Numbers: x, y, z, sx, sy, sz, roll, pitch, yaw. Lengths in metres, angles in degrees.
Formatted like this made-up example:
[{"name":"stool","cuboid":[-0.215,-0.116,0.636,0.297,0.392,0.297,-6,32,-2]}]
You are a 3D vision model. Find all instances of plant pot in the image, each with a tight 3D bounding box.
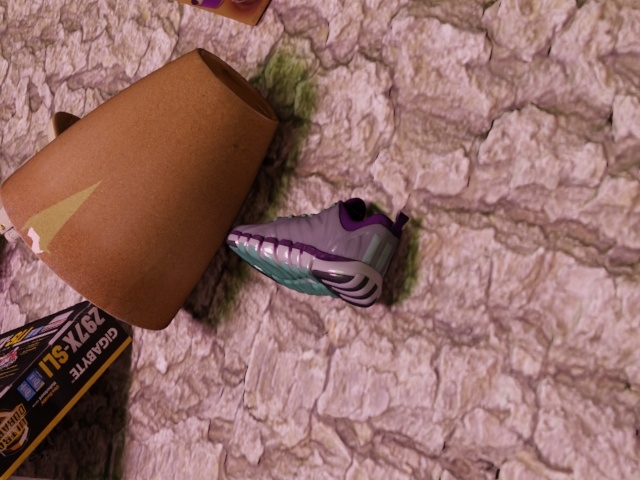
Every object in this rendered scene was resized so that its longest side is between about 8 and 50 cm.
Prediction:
[{"name":"plant pot","cuboid":[-0.170,-0.075,1.621,0.254,0.237,0.237,-47,46,11]}]

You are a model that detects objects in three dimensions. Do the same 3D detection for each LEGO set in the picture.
[{"name":"LEGO set","cuboid":[-0.344,0.247,1.877,0.054,0.023,0.083,-52,32,24]}]

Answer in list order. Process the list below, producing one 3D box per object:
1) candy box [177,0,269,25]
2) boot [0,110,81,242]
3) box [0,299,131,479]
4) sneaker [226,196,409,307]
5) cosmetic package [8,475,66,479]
[{"name":"candy box","cuboid":[-0.125,-0.310,1.631,0.109,0.186,0.053,-56,43,25]},{"name":"boot","cuboid":[-0.347,-0.037,1.912,0.165,0.077,0.213,-42,46,35]},{"name":"box","cuboid":[-0.405,0.204,1.800,0.322,0.079,0.257,-21,20,45]},{"name":"sneaker","cuboid":[0.000,0.000,1.504,0.223,0.083,0.098,16,69,49]},{"name":"cosmetic package","cuboid":[-0.329,0.465,1.689,0.365,0.155,0.197,-59,42,20]}]
